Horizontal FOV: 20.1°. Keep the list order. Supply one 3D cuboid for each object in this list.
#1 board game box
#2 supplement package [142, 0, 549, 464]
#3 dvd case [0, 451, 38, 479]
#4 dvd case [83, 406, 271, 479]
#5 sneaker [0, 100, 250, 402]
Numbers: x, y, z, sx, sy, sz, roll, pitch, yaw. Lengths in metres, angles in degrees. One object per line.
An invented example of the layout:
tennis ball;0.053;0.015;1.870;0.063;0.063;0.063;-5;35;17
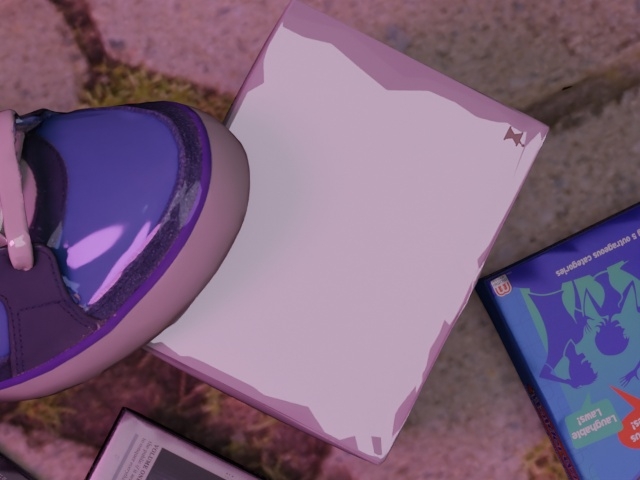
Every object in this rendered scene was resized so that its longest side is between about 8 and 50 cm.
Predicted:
board game box;0.209;0.084;1.072;0.160;0.047;0.210;-27;90;-5
supplement package;0.000;0.000;0.983;0.149;0.203;0.194;27;85;-3
dvd case;-0.236;0.189;1.047;0.221;0.018;0.164;37;84;-1
dvd case;-0.050;0.229;1.043;0.239;0.029;0.179;28;86;-7
sneaker;-0.222;-0.010;0.829;0.323;0.236;0.130;-22;57;23
